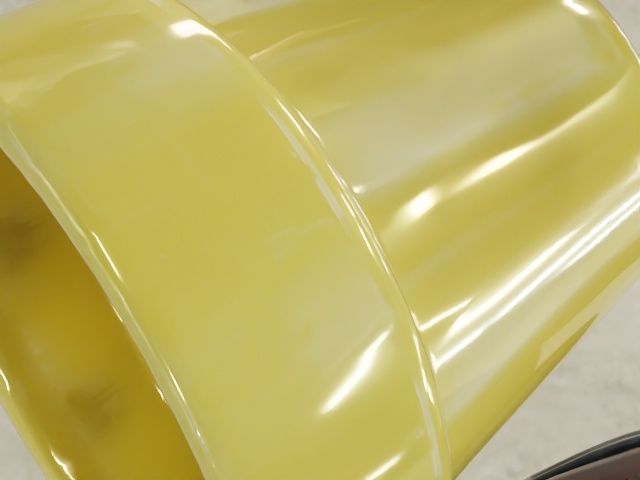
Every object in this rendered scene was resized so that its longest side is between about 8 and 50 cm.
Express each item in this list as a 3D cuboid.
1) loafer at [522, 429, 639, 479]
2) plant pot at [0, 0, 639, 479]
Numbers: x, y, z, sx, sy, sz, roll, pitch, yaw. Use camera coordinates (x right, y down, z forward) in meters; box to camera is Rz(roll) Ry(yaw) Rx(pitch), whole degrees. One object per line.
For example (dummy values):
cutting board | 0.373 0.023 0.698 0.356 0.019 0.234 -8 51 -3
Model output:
loafer | 0.042 0.170 0.554 0.109 0.302 0.095 58 24 9
plant pot | 0.000 0.000 0.531 0.239 0.254 0.254 -29 88 -23
